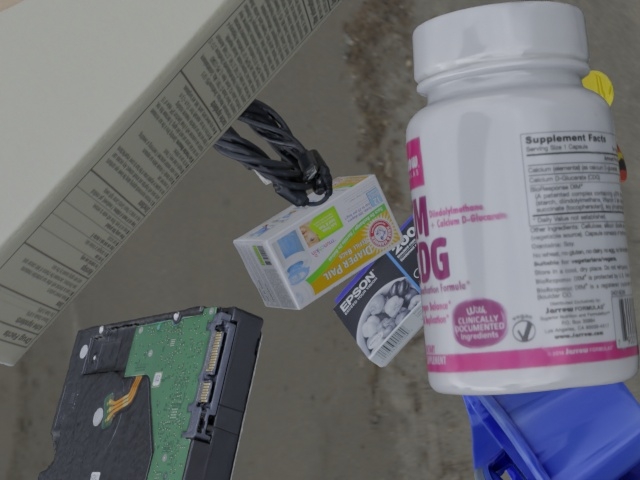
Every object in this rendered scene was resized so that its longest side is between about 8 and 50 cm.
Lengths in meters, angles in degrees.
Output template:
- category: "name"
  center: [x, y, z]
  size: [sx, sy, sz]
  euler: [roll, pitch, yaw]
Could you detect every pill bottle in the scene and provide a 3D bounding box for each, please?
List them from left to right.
- category: "pill bottle"
  center: [0.150, -0.029, 0.945]
  size: [0.160, 0.160, 0.283]
  euler: [-8, 85, 31]

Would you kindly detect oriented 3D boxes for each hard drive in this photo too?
- category: "hard drive"
  center: [-0.199, 0.203, 1.370]
  size: [0.339, 0.064, 0.236]
  euler: [-15, 58, 52]

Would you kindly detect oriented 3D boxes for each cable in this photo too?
- category: "cable"
  center: [-0.069, -0.098, 1.206]
  size: [0.047, 0.151, 0.184]
  euler: [-58, 30, 19]

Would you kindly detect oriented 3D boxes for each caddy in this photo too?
- category: "caddy"
  center: [0.256, 0.239, 1.359]
  size: [0.179, 0.341, 0.241]
  euler: [-31, 110, -2]

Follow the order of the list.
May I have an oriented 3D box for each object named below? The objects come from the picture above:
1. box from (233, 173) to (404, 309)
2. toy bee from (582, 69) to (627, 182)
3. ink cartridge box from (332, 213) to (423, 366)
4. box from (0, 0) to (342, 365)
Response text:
- category: "box"
  center: [0.000, 0.000, 1.747]
  size: [0.103, 0.203, 0.114]
  euler: [0, 120, 60]
- category: "toy bee"
  center: [0.252, -0.157, 1.456]
  size: [0.195, 0.298, 0.162]
  euler: [-17, 67, 25]
- category: "ink cartridge box"
  center: [0.114, 0.065, 1.938]
  size: [0.206, 0.045, 0.208]
  euler: [-48, 35, 7]
- category: "box"
  center: [-0.133, -0.087, 0.693]
  size: [0.121, 0.148, 0.311]
  euler: [41, 84, 12]
